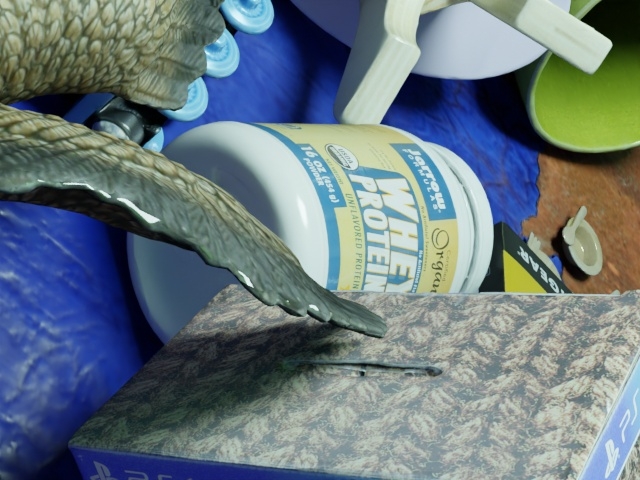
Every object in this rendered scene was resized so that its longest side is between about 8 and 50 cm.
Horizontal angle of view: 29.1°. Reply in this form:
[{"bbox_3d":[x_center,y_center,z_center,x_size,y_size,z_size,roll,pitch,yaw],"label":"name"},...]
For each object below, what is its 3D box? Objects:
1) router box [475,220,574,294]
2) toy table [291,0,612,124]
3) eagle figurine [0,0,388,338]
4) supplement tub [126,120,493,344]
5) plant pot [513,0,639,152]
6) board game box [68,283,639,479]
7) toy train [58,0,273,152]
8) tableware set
[{"bbox_3d":[0.196,0.169,0.895,0.309,0.081,0.243,43,31,-26],"label":"router box"},{"bbox_3d":[0.077,-0.202,0.859,0.274,0.252,0.161,16,16,-15],"label":"toy table"},{"bbox_3d":[-0.129,-0.050,0.488,0.298,0.225,0.226,-12,108,-22],"label":"eagle figurine"},{"bbox_3d":[0.000,0.000,0.750,0.200,0.144,0.144,-6,76,-49],"label":"supplement tub"},{"bbox_3d":[0.259,-0.278,1.125,0.275,0.275,0.293,13,46,-44],"label":"plant pot"},{"bbox_3d":[0.054,0.180,0.584,0.141,0.232,0.291,-46,127,-49],"label":"board game box"},{"bbox_3d":[-0.104,-0.128,0.757,0.105,0.080,0.184,43,46,-13],"label":"toy train"},{"bbox_3d":[0.233,0.056,1.081,0.168,0.020,0.141,58,40,-9],"label":"tableware set"}]
